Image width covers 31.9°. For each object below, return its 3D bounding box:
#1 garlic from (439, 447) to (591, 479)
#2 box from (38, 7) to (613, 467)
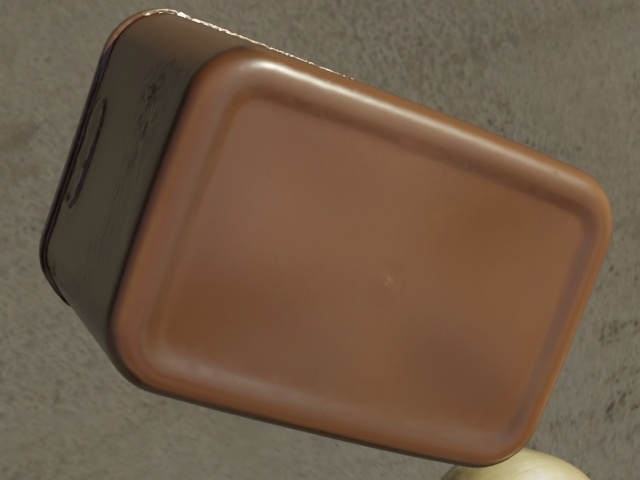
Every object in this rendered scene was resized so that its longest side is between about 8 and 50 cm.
[{"bbox_3d":[0.277,0.370,1.313,0.313,0.286,0.249,1,82,-18],"label":"garlic"},{"bbox_3d":[0.000,0.000,0.802,0.339,0.229,0.239,17,97,-24],"label":"box"}]
